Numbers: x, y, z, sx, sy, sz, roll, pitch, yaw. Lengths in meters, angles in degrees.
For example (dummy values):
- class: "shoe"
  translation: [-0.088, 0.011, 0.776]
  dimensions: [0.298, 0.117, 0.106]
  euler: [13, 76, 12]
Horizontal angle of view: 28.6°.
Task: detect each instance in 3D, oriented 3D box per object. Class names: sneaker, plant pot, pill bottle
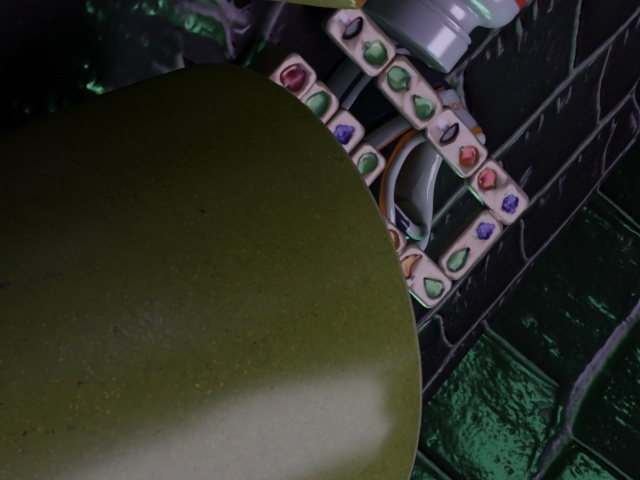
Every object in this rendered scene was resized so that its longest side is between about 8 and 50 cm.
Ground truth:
- class: "sneaker"
  translation: [0.000, 0.000, 0.997]
  dimensions: [0.321, 0.127, 0.126]
  euler: [-54, 164, 12]
- class: "plant pot"
  translation: [-0.152, 0.071, 0.588]
  dimensions: [0.294, 0.275, 0.274]
  euler: [-15, 143, -38]
- class: "pill bottle"
  translation: [0.116, -0.217, 0.874]
  dimensions: [0.193, 0.108, 0.108]
  euler: [-53, 163, 4]

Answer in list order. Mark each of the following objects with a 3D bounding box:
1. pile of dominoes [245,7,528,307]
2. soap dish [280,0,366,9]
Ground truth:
- class: "pile of dominoes"
  translation: [0.027, -0.028, 0.888]
  dimensions: [0.196, 0.040, 0.251]
  euler: [-49, 122, -3]
- class: "soap dish"
  translation: [0.023, -0.245, 0.522]
  dimensions: [0.290, 0.118, 0.229]
  euler: [-57, 166, 1]
